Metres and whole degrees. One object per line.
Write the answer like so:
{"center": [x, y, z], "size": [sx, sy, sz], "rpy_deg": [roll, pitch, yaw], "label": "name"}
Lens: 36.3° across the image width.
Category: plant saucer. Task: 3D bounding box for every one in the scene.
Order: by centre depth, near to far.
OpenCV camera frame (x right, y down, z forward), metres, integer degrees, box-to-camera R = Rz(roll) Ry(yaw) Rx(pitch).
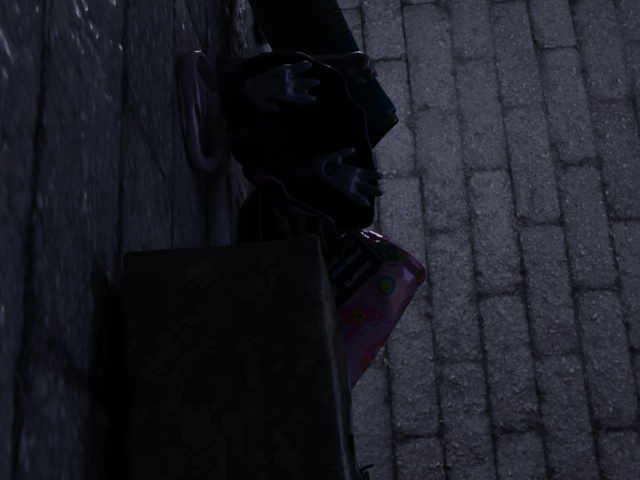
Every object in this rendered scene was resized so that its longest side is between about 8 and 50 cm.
{"center": [-0.087, 0.016, 1.383], "size": [0.198, 0.036, 0.198], "rpy_deg": [-5, 90, -86], "label": "plant saucer"}

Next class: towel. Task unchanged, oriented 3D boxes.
{"center": [-0.013, -0.283, 1.393], "size": [0.370, 0.040, 0.271], "rpy_deg": [65, -17, 7], "label": "towel"}

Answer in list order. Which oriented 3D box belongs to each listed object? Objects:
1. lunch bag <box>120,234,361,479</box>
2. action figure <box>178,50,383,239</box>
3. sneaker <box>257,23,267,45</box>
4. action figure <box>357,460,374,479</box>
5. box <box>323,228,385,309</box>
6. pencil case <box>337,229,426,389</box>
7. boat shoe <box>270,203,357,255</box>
{"center": [-0.055, 0.162, 0.745], "size": [0.287, 0.169, 0.235], "rpy_deg": [96, -11, -66], "label": "lunch bag"}
{"center": [-0.058, -0.108, 1.196], "size": [0.370, 0.276, 0.248], "rpy_deg": [-155, -116, -72], "label": "action figure"}
{"center": [-0.082, -0.415, 1.764], "size": [0.235, 0.090, 0.094], "rpy_deg": [-95, 166, -71], "label": "sneaker"}
{"center": [0.005, 0.451, 1.525], "size": [0.164, 0.141, 0.275], "rpy_deg": [-85, -174, -55], "label": "action figure"}
{"center": [-0.025, 0.081, 1.039], "size": [0.051, 0.220, 0.175], "rpy_deg": [46, 1, 4], "label": "box"}
{"center": [0.021, 0.122, 1.311], "size": [0.284, 0.124, 0.124], "rpy_deg": [-53, 167, -9], "label": "pencil case"}
{"center": [0.000, 0.000, 1.448], "size": [0.132, 0.130, 0.355], "rpy_deg": [48, 38, -84], "label": "boat shoe"}
